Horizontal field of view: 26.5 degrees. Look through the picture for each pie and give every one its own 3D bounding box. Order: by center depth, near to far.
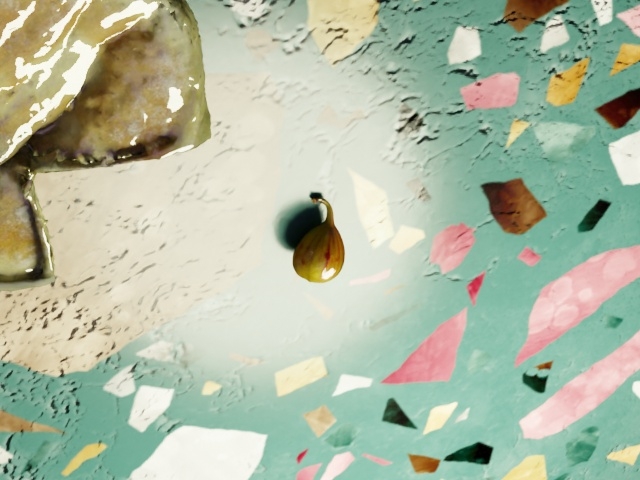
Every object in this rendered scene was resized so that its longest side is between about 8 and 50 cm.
[{"bbox_3d":[-0.248,-0.101,1.003,0.337,0.075,0.338,-12,129,-15],"label":"pie"}]

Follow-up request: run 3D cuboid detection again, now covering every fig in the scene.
[{"bbox_3d":[0.000,0.000,1.257,0.050,0.050,0.083,-5,110,-27],"label":"fig"}]
